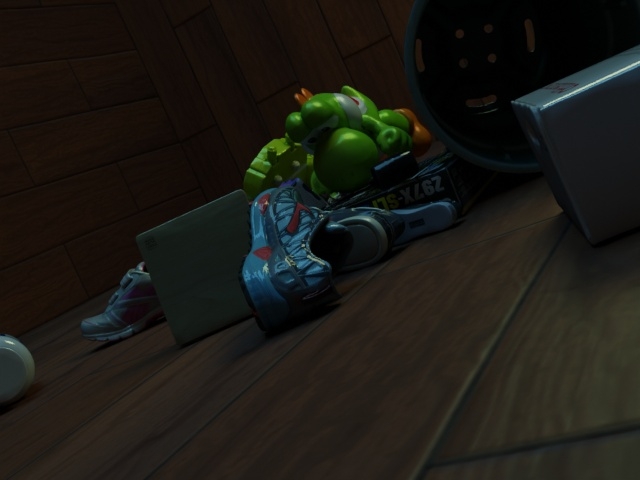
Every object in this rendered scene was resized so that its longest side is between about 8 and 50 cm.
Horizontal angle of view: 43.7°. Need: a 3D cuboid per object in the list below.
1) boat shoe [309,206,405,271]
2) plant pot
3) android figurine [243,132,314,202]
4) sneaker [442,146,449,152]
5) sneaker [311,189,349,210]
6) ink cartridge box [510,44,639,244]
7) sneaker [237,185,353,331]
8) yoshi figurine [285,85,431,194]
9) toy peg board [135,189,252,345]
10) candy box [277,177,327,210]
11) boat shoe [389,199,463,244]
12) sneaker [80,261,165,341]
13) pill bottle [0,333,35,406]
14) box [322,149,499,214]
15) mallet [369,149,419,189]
[{"bbox_3d":[0.000,0.000,1.107,0.255,0.095,0.079,-16,9,40],"label":"boat shoe"},{"bbox_3d":[0.279,-0.301,1.247,0.341,0.341,0.334,-24,14,4],"label":"plant pot"},{"bbox_3d":[-0.087,-0.095,1.625,0.056,0.272,0.248,26,43,22],"label":"android figurine"},{"bbox_3d":[0.344,-0.193,1.485,0.121,0.108,0.302,-35,6,-26],"label":"sneaker"},{"bbox_3d":[-0.005,-0.044,1.670,0.281,0.106,0.162,-38,-12,-27],"label":"sneaker"},{"bbox_3d":[0.343,-0.128,0.698,0.306,0.131,0.226,-24,6,13],"label":"ink cartridge box"},{"bbox_3d":[-0.018,0.012,0.963,0.125,0.104,0.261,-15,32,9],"label":"sneaker"},{"bbox_3d":[0.068,-0.157,1.417,0.203,0.203,0.362,24,14,26],"label":"yoshi figurine"},{"bbox_3d":[-0.142,0.040,1.092,0.161,0.160,0.079,-24,-10,2],"label":"toy peg board"},{"bbox_3d":[-0.091,-0.012,1.382,0.196,0.070,0.165,-49,9,-5],"label":"candy box"},{"bbox_3d":[0.129,-0.025,1.085,0.142,0.049,0.040,-11,8,41],"label":"boat shoe"},{"bbox_3d":[-0.325,0.100,1.449,0.252,0.111,0.103,-24,6,2],"label":"sneaker"},{"bbox_3d":[-0.511,0.205,1.259,0.112,0.112,0.187,-27,6,-22],"label":"pill bottle"},{"bbox_3d":[0.134,-0.067,1.279,0.257,0.079,0.322,-20,7,25],"label":"box"},{"bbox_3d":[0.103,-0.100,1.172,0.062,0.039,0.189,-25,2,2],"label":"mallet"}]
